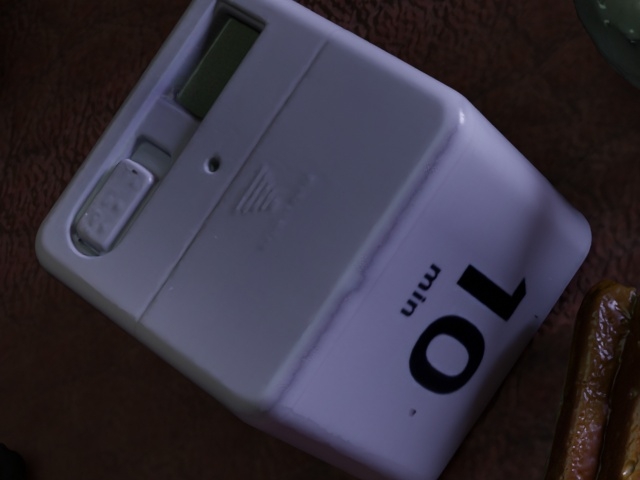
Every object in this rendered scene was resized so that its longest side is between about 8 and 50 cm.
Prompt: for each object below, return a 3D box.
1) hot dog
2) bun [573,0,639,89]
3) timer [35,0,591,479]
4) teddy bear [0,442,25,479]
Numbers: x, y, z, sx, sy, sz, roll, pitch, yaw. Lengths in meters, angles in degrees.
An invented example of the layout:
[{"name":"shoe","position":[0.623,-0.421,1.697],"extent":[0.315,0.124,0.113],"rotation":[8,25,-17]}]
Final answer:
[{"name":"hot dog","position":[0.156,0.102,0.980],"extent":[0.071,0.045,0.165],"rotation":[6,74,29]},{"name":"bun","position":[0.233,-0.148,0.993],"extent":[0.195,0.118,0.195],"rotation":[-9,64,19]},{"name":"timer","position":[0.000,0.000,1.016],"extent":[0.194,0.195,0.192],"rotation":[33,89,35]},{"name":"teddy bear","position":[-0.210,0.203,1.101],"extent":[0.171,0.144,0.251],"rotation":[-38,32,-30]}]
